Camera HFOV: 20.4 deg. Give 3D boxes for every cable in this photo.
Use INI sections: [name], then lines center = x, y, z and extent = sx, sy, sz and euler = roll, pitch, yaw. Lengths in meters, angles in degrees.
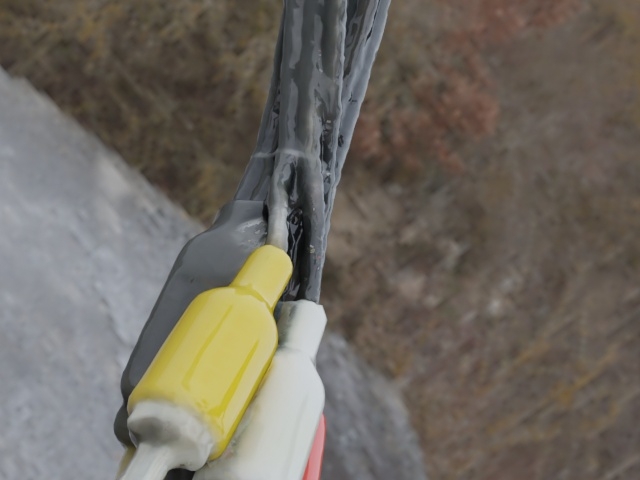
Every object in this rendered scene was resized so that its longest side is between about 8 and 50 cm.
[cable]
center = 0.000, 0.000, 0.626
extent = 0.287, 0.072, 0.139
euler = -67, 151, -26
